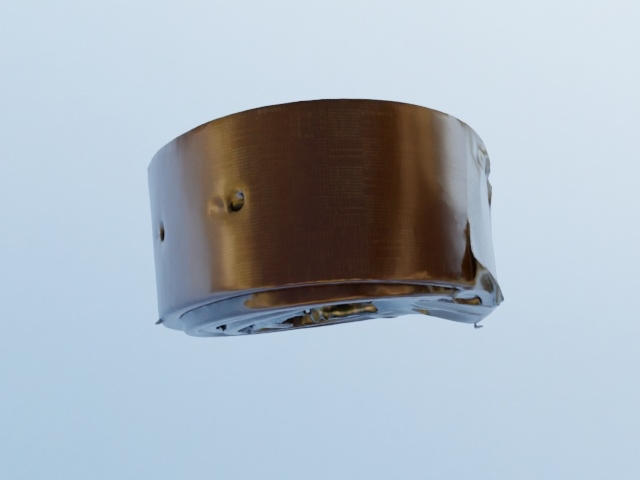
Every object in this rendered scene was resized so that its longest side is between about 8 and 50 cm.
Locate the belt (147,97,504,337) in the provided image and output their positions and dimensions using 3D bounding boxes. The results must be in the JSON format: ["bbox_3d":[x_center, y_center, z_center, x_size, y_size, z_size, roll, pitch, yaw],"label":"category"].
[{"bbox_3d":[0.000,0.000,0.635,0.184,0.261,0.105,-2,-100,-16],"label":"belt"}]
